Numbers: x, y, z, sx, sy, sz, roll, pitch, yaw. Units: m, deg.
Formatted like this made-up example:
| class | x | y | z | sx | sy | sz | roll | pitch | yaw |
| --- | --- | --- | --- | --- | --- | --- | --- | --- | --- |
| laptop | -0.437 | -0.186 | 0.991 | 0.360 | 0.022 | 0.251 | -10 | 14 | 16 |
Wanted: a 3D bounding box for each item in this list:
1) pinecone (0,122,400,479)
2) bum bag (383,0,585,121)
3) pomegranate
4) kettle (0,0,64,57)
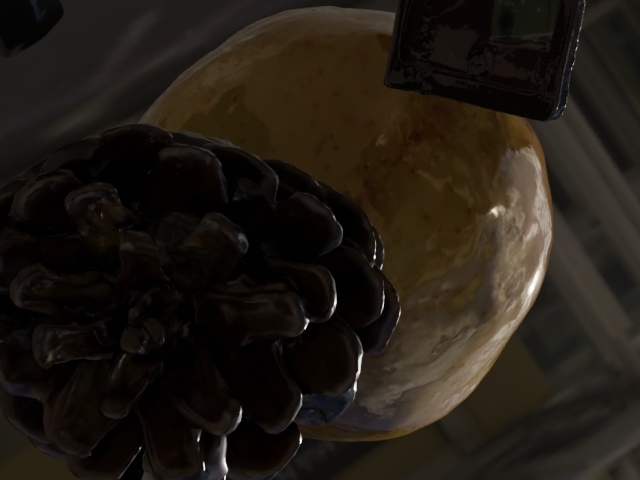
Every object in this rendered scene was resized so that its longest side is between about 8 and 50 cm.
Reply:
| class | x | y | z | sx | sy | sz | roll | pitch | yaw |
| --- | --- | --- | --- | --- | --- | --- | --- | --- | --- |
| pinecone | -0.099 | 0.051 | 1.294 | 0.298 | 0.242 | 0.296 | 6 | 177 | 8 |
| bum bag | 0.111 | -0.144 | 1.305 | 0.159 | 0.109 | 0.026 | 19 | -167 | 41 |
| pomegranate | 0.000 | 0.000 | 1.648 | 0.410 | 0.410 | 0.410 | -33 | 179 | 0 |
| kettle | -0.306 | -0.270 | 1.319 | 0.250 | 0.361 | 0.377 | -35 | 168 | -9 |
